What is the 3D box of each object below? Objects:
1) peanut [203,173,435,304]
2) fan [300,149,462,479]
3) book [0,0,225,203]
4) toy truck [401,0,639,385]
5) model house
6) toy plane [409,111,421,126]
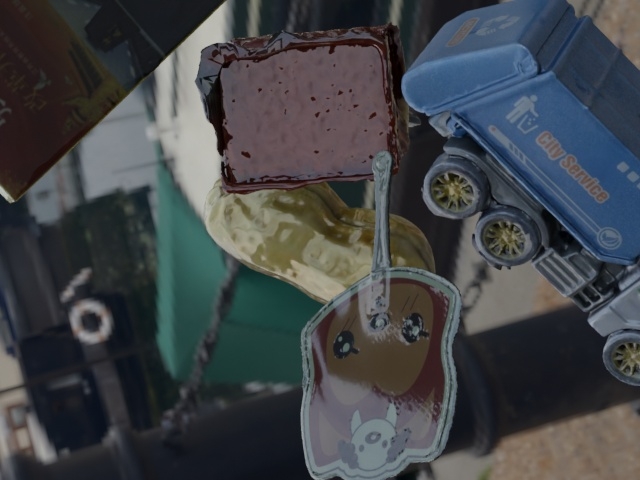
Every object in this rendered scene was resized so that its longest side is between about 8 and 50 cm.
[{"bbox_3d":[0.000,0.000,1.707,0.306,0.147,0.147,27,146,11],"label":"peanut"},{"bbox_3d":[0.037,0.043,0.865,0.132,0.009,0.219,-19,59,40],"label":"fan"},{"bbox_3d":[-0.274,-0.255,1.414,0.262,0.374,0.028,50,151,-17],"label":"book"},{"bbox_3d":[0.229,-0.045,1.199,0.367,0.146,0.175,44,131,-7],"label":"toy truck"},{"bbox_3d":[-0.006,-0.149,1.497,0.254,0.196,0.160,-48,-49,-77],"label":"model house"},{"bbox_3d":[0.035,-0.194,1.861,0.226,0.226,0.058,-110,32,-59],"label":"toy plane"}]
